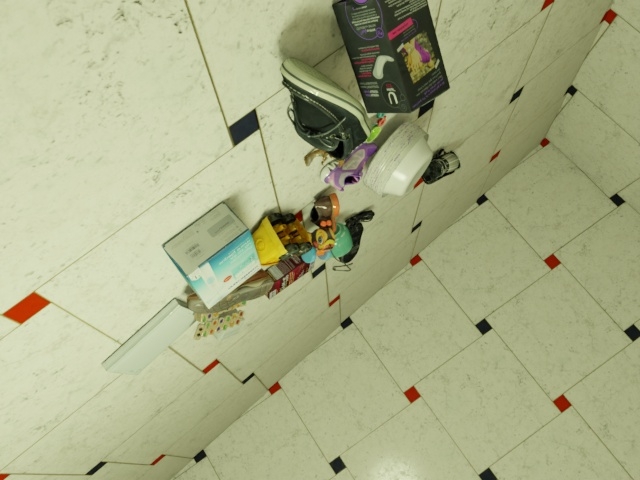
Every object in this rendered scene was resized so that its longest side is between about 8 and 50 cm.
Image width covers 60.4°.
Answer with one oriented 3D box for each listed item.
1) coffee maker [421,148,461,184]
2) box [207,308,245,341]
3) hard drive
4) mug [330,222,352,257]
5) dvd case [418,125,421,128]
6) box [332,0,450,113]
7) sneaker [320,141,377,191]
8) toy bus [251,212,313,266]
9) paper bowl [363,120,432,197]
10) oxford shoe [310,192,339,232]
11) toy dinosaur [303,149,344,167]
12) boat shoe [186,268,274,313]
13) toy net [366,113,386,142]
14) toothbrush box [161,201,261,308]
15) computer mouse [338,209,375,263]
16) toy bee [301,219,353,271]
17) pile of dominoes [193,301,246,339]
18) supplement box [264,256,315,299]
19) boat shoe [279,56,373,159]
[{"bbox_3d":[0.540,-0.324,2.543,0.178,0.120,0.171,-25,154,-41],"label":"coffee maker"},{"bbox_3d":[-0.364,0.307,2.084,0.101,0.102,0.087,-18,150,-50],"label":"box"},{"bbox_3d":[-0.554,0.327,1.842,0.307,0.040,0.203,-43,161,-4],"label":"hard drive"},{"bbox_3d":[0.047,-0.002,2.209,0.158,0.129,0.097,-42,138,-21],"label":"mug"},{"bbox_3d":[0.306,-0.345,2.186,0.165,0.018,0.221,-30,156,-34],"label":"dvd case"},{"bbox_3d":[0.165,-0.446,1.272,0.143,0.165,0.270,-35,119,-24],"label":"box"},{"bbox_3d":[0.114,-0.247,1.874,0.236,0.104,0.095,-38,159,-18],"label":"sneaker"},{"bbox_3d":[-0.160,0.021,1.857,0.211,0.149,0.220,-37,167,23],"label":"toy bus"},{"bbox_3d":[0.296,-0.277,1.992,0.284,0.148,0.284,-49,167,-15],"label":"paper bowl"},{"bbox_3d":[0.005,-0.090,2.048,0.098,0.096,0.271,-11,154,-10],"label":"oxford shoe"},{"bbox_3d":[0.047,-0.288,1.694,0.212,0.112,0.064,-30,144,-21],"label":"toy dinosaur"},{"bbox_3d":[-0.313,0.157,1.858,0.324,0.116,0.123,-13,153,-43],"label":"boat shoe"},{"bbox_3d":[0.222,-0.423,1.810,0.232,0.045,0.122,-51,159,21],"label":"toy net"},{"bbox_3d":[-0.309,0.052,1.624,0.216,0.126,0.295,-38,162,-16],"label":"toothbrush box"},{"bbox_3d":[0.134,-0.019,2.462,0.189,0.072,0.272,-22,139,-43],"label":"computer mouse"},{"bbox_3d":[0.000,0.000,2.000,0.195,0.298,0.162,-19,114,-62],"label":"toy bee"},{"bbox_3d":[-0.338,0.241,1.943,0.251,0.040,0.195,-11,113,-53],"label":"pile of dominoes"},{"bbox_3d":[-0.131,0.122,2.207,0.239,0.073,0.130,-35,159,-22],"label":"supplement box"},{"bbox_3d":[0.011,-0.316,1.411,0.156,0.187,0.500,-52,165,7],"label":"boat shoe"}]
